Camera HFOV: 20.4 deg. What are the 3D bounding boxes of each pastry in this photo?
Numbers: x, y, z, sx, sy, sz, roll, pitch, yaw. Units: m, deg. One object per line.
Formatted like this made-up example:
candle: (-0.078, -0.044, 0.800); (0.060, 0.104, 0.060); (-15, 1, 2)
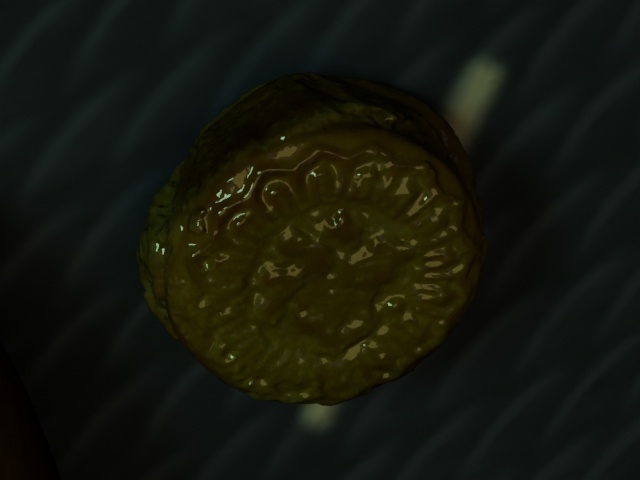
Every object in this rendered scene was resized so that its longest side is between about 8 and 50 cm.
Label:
pastry: (0.000, 0.000, 0.528); (0.109, 0.057, 0.097); (3, 114, -14)

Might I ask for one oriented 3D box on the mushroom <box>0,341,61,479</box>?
mushroom: (-0.194, 0.085, 0.454); (0.254, 0.267, 0.267); (16, 113, 16)
